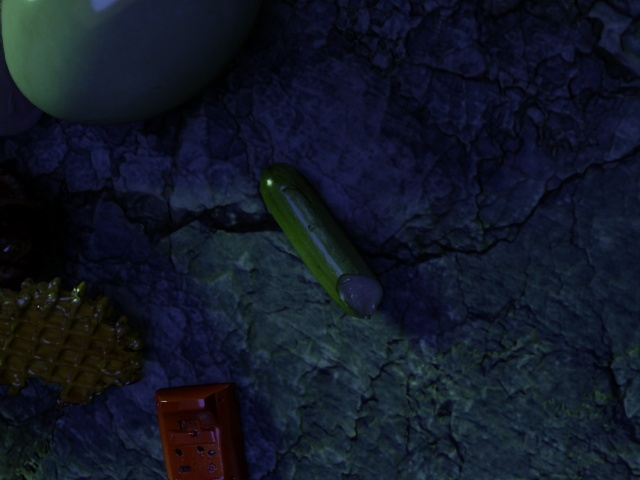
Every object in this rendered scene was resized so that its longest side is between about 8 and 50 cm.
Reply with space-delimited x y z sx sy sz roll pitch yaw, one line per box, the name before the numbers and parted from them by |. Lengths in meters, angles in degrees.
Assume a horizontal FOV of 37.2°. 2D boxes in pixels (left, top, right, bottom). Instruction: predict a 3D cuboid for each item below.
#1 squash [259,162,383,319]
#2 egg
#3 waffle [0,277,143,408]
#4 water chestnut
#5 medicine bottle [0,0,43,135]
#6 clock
squash | 0.000 0.000 1.221 0.069 0.069 0.239 -37 83 16
egg | -0.240 -0.288 1.160 0.336 0.278 0.278 -32 85 16
waffle | -0.361 0.144 1.291 0.232 0.051 0.228 -18 126 16
water chestnut | -0.477 -0.005 1.284 0.224 0.224 0.238 22 87 13
medicine bottle | -0.561 -0.239 1.292 0.325 0.212 0.212 1 95 17
clock | -0.167 0.278 1.300 0.113 0.061 0.155 -8 95 16
